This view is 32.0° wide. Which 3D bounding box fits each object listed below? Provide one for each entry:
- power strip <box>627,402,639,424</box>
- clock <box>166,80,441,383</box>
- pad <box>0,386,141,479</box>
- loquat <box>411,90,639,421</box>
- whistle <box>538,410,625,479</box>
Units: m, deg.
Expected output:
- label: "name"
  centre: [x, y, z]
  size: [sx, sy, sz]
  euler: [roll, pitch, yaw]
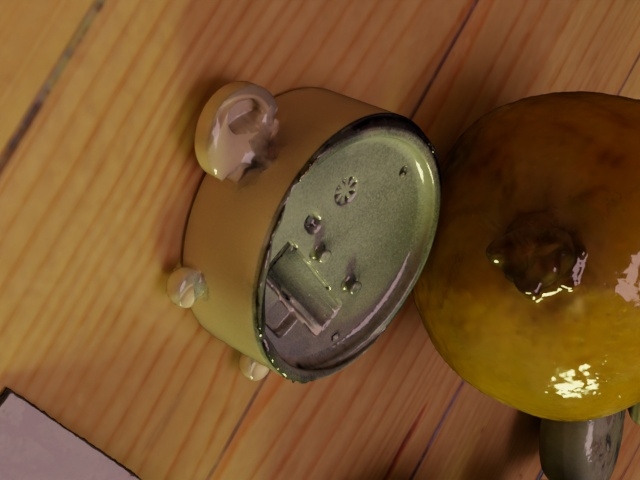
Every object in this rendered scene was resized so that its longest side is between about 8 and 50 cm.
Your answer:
- label: "power strip"
  centre: [0.314, 0.039, 1.000]
  size: [0.105, 0.070, 0.256]
  euler: [-90, -179, -58]
- label: "clock"
  centre: [0.000, 0.000, 0.598]
  size: [0.155, 0.063, 0.229]
  euler: [-54, 143, -17]
- label: "pad"
  centre: [-0.102, 0.267, 0.578]
  size: [0.367, 0.007, 0.247]
  euler: [46, 73, -35]
- label: "loquat"
  centre: [0.153, 0.006, 0.673]
  size: [0.246, 0.213, 0.213]
  euler: [-4, 114, -68]
- label: "whistle"
  centre: [0.222, 0.127, 0.972]
  size: [0.126, 0.067, 0.258]
  euler: [-58, 144, -40]
